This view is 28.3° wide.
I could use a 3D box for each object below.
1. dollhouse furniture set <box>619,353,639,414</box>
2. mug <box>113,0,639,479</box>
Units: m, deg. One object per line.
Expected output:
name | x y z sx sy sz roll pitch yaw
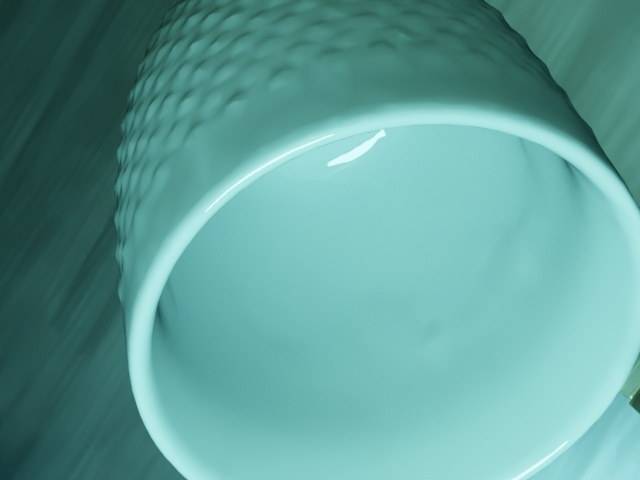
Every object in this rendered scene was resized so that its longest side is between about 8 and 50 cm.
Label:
dollhouse furniture set | 0.334 0.023 0.726 0.198 0.286 0.303 37 94 2
mug | 0.000 0.000 0.795 0.276 0.328 0.374 5 124 -16
